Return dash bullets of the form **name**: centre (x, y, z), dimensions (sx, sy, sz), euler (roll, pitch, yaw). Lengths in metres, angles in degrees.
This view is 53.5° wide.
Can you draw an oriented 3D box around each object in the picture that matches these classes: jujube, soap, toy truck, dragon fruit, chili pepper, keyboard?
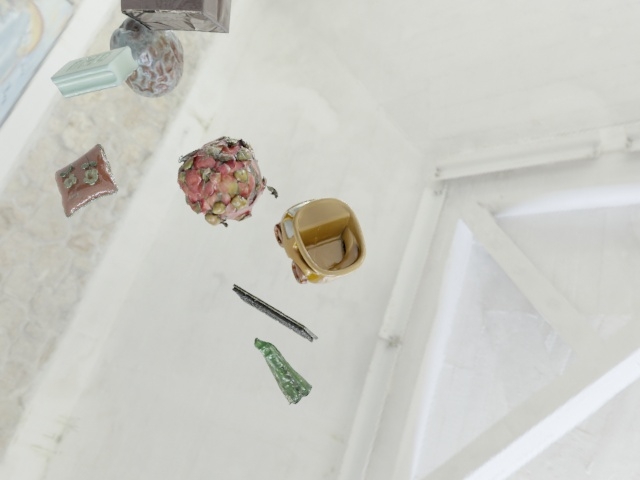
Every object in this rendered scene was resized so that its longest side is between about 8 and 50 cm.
- **jujube**: centre (-0.594, -0.623, 2.187), dimensions (0.246, 0.308, 0.216), euler (12, -113, 10)
- **soap**: centre (-0.591, -0.438, 1.659), dimensions (0.197, 0.067, 0.119), euler (-6, -143, 22)
- **toy truck**: centre (0.000, 0.000, 1.859), dimensions (0.204, 0.212, 0.288), euler (-18, -108, -18)
- **dragon fruit**: centre (-0.288, -0.166, 1.878), dimensions (0.250, 0.269, 0.291), euler (-24, -156, 6)
- **chili pepper**: centre (-0.121, 0.364, 1.815), dimensions (0.088, 0.227, 0.059), euler (-35, -165, 6)
- **keyboard**: centre (-0.142, 0.219, 1.914), dimensions (0.316, 0.106, 0.027), euler (25, -107, 37)

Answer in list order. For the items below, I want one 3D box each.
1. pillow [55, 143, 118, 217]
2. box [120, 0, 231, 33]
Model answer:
- **pillow**: centre (-0.687, -0.174, 1.842), dimensions (0.179, 0.075, 0.172), euler (-28, -111, 9)
- **box**: centre (-0.368, -0.632, 1.633), dimensions (0.252, 0.188, 0.153), euler (7, -86, 14)
